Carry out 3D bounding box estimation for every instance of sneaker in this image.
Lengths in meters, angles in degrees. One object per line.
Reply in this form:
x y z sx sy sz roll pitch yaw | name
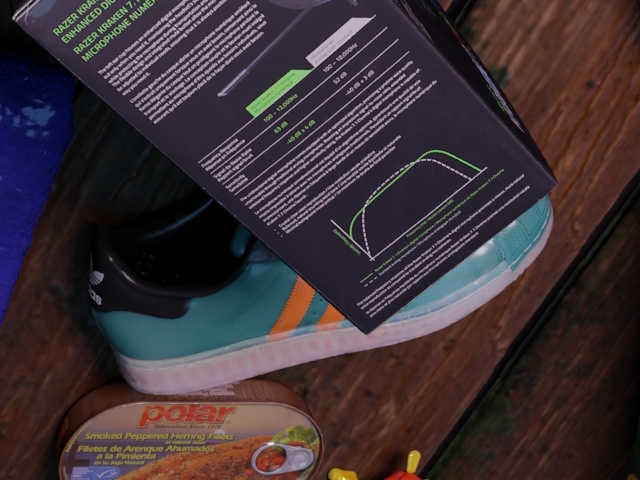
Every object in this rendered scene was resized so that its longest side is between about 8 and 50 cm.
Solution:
0.000 0.000 1.021 0.302 0.108 0.121 -19 132 -3 | sneaker

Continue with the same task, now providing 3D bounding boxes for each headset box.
-0.042 -0.132 0.828 0.131 0.246 0.283 -39 126 12 | headset box

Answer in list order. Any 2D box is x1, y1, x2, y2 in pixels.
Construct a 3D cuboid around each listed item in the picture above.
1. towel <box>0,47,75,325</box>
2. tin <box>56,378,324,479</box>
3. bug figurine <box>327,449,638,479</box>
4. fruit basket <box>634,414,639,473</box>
-0.313 -0.042 0.917 0.308 0.076 0.227 10 127 -25 | towel
-0.091 0.144 1.139 0.190 0.040 0.106 3 127 -20 | tin
0.120 0.260 1.268 0.279 0.072 0.216 8 121 -24 | bug figurine
0.397 0.133 1.082 0.283 0.392 0.392 -13 127 -15 | fruit basket
